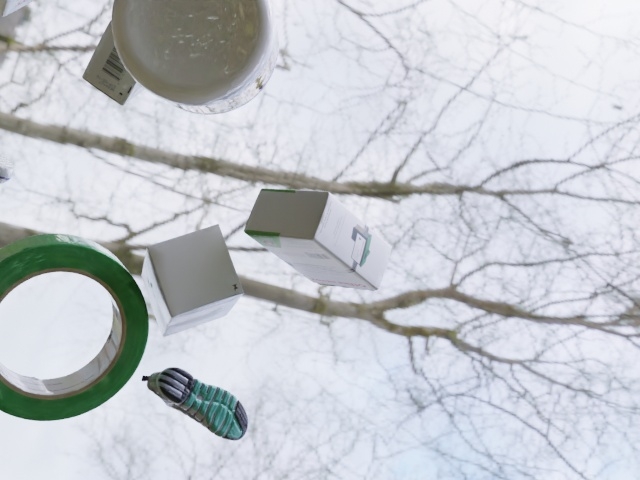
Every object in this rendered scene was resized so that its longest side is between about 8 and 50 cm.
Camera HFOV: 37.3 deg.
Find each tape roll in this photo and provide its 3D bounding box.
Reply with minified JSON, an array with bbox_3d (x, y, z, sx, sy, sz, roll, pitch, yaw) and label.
[{"bbox_3d":[-0.463,0.151,1.641,0.077,0.321,0.321,33,-76,60],"label":"tape roll"}]

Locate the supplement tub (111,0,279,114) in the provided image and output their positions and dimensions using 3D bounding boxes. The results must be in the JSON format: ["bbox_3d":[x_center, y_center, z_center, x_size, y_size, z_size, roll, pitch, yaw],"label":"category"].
[{"bbox_3d":[-0.187,-0.325,1.514,0.331,0.241,0.241,-103,-148,-86],"label":"supplement tub"}]

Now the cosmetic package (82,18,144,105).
[{"bbox_3d":[-0.388,-0.433,2.102,0.160,0.113,0.309,-53,-175,28],"label":"cosmetic package"}]

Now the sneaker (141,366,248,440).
[{"bbox_3d":[-0.238,0.309,1.821,0.098,0.223,0.083,-7,-132,50],"label":"sneaker"}]

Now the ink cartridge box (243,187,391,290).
[{"bbox_3d":[0.000,0.000,1.664,0.160,0.219,0.093,6,-111,38],"label":"ink cartridge box"}]

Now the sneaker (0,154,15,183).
[{"bbox_3d":[-0.681,-0.109,1.627,0.102,0.282,0.161,-124,-129,-69],"label":"sneaker"}]

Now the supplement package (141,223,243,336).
[{"bbox_3d":[-0.238,0.077,1.727,0.244,0.139,0.134,134,-63,-71],"label":"supplement package"}]

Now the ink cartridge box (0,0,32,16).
[{"bbox_3d":[-0.413,-0.468,1.413,0.197,0.114,0.273,-38,-171,-24],"label":"ink cartridge box"}]
